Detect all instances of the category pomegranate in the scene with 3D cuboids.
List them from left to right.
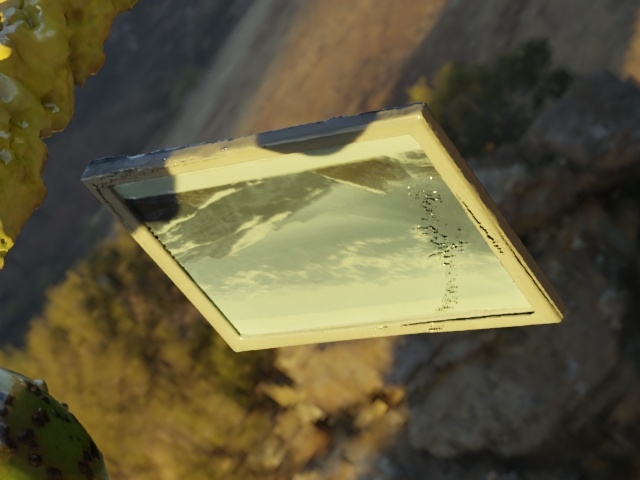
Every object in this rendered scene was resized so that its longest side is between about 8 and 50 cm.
[{"bbox_3d":[-0.200,0.142,1.070,0.159,0.159,0.205,-49,10,20],"label":"pomegranate"}]

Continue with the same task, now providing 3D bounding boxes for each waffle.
[{"bbox_3d":[-0.157,-0.070,0.760,0.160,0.055,0.211,-13,42,39],"label":"waffle"}]

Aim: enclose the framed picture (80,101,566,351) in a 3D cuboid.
[{"bbox_3d":[0.000,0.000,1.457,0.335,0.247,0.022,-7,46,35],"label":"framed picture"}]
